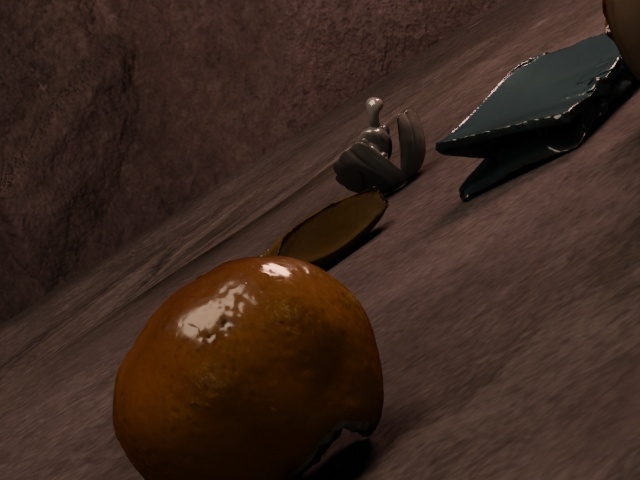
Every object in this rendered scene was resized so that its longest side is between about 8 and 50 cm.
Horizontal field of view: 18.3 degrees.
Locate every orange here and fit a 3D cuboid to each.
[{"bbox_3d":[-0.036,0.085,1.094,0.156,0.134,0.157,-34,-35,-28],"label":"orange"}]

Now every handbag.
[{"bbox_3d":[0.201,-0.119,1.711,0.144,0.057,0.221,-21,12,38],"label":"handbag"}]

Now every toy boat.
[{"bbox_3d":[0.000,0.000,1.786,0.149,0.047,0.049,-32,-7,-22],"label":"toy boat"}]

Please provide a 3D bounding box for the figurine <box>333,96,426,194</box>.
[{"bbox_3d":[0.064,-0.089,1.998,0.082,0.094,0.086,9,56,16],"label":"figurine"}]

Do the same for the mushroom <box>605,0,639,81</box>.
[{"bbox_3d":[0.292,-0.184,1.314,0.215,0.207,0.207,4,18,14],"label":"mushroom"}]

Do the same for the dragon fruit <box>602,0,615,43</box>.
[{"bbox_3d":[0.323,-0.205,1.486,0.246,0.125,0.125,-29,-22,22],"label":"dragon fruit"}]
